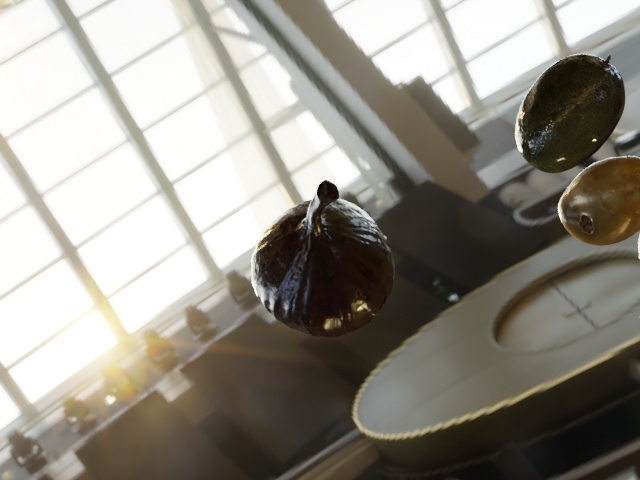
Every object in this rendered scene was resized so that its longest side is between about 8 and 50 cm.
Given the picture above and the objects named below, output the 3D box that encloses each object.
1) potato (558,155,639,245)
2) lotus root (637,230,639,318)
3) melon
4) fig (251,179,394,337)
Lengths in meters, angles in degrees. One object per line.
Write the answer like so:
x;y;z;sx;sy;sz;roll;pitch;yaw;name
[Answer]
0.570;-0.076;1.889;0.146;0.150;0.234;-10;161;-24;potato
0.597;0.010;1.536;0.183;0.183;0.310;-8;-134;57;lotus root
0.308;-0.158;1.184;0.167;0.114;0.114;-59;178;33;melon
0.000;0.000;1.387;0.217;0.217;0.321;-36;153;-16;fig
